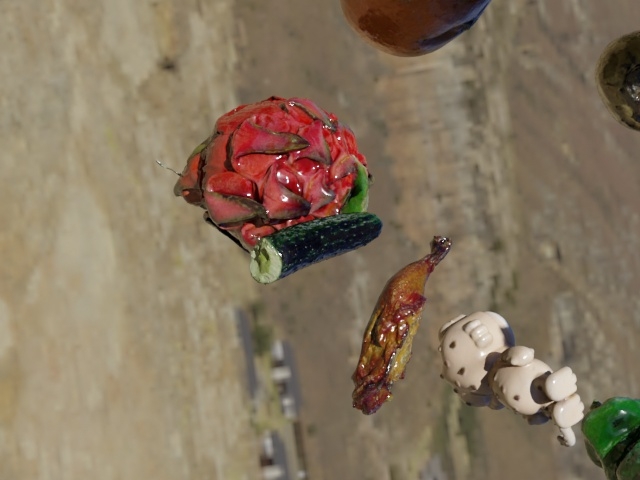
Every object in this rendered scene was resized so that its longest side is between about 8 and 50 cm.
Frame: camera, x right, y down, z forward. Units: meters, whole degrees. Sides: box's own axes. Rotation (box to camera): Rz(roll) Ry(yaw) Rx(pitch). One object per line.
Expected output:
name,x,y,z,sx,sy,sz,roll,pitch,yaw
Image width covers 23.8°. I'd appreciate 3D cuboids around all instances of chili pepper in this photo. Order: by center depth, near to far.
chili pepper,0.380,0.257,1.697,0.270,0.136,0.099,44,-59,55

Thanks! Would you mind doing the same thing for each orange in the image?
orange,0.127,-0.323,1.857,0.170,0.224,0.224,45,16,-4

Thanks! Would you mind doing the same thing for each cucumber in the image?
cucumber,0.000,0.000,1.711,0.214,0.058,0.052,-20,105,-50

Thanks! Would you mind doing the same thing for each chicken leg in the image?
chicken leg,0.058,0.056,1.069,0.145,0.037,0.062,-68,153,-13

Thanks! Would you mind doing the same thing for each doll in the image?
doll,0.275,0.199,2.203,0.278,0.119,0.154,30,-39,52

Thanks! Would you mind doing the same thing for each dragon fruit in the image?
dragon fruit,-0.076,-0.076,1.922,0.234,0.293,0.234,3,90,-75

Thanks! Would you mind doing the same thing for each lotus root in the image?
lotus root,0.405,-0.198,1.872,0.214,0.138,0.138,-59,139,-81
